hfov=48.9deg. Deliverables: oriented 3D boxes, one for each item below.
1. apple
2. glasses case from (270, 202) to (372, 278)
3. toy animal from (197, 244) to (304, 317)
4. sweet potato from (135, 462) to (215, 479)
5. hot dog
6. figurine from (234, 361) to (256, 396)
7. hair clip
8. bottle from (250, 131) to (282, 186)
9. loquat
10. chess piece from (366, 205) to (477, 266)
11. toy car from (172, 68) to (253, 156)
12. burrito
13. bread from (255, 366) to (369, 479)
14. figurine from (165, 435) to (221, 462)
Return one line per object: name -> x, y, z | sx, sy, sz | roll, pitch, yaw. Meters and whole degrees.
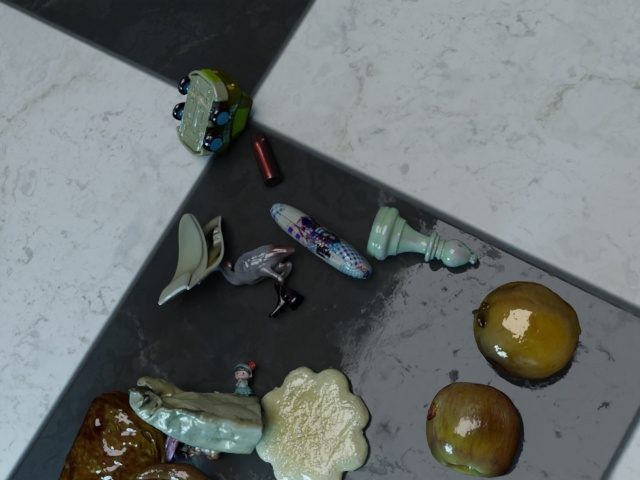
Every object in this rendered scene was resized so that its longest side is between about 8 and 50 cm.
apple -> 0.338, 0.418, 1.560 | 0.211, 0.211, 0.188 | 6, 62, 20
glasses case -> 0.000, 0.000, 1.857 | 0.327, 0.125, 0.076 | 36, 95, 25
toy animal -> -0.189, 0.082, 1.915 | 0.324, 0.090, 0.195 | 19, 89, 25
sweet potato -> -0.332, 0.609, 1.777 | 0.255, 0.058, 0.078 | 24, 64, -5
hot dog -> -0.550, 0.590, 1.834 | 0.267, 0.174, 0.387 | 24, 91, 26
figurine -> -0.198, 0.373, 1.847 | 0.060, 0.047, 0.106 | -8, 73, 27
hair clip -> -0.343, 0.042, 1.946 | 0.172, 0.113, 0.282 | -28, 49, 44
bottle -> -0.159, -0.238, 2.026 | 0.060, 0.060, 0.164 | -26, 66, 9
loquat -> 0.466, 0.204, 1.599 | 0.238, 0.193, 0.238 | 0, 92, 5
chess piece -> 0.264, 0.011, 1.781 | 0.271, 0.139, 0.139 | 16, 78, 10
toy car -> -0.295, -0.372, 2.053 | 0.204, 0.198, 0.248 | 43, 128, 30
burrito -> -0.308, 0.430, 1.722 | 0.332, 0.190, 0.135 | 13, 100, -7
bread -> -0.026, 0.470, 1.755 | 0.316, 0.054, 0.316 | -5, 72, 15
figurine -> -0.322, 0.514, 1.820 | 0.157, 0.114, 0.126 | -3, 110, -9
